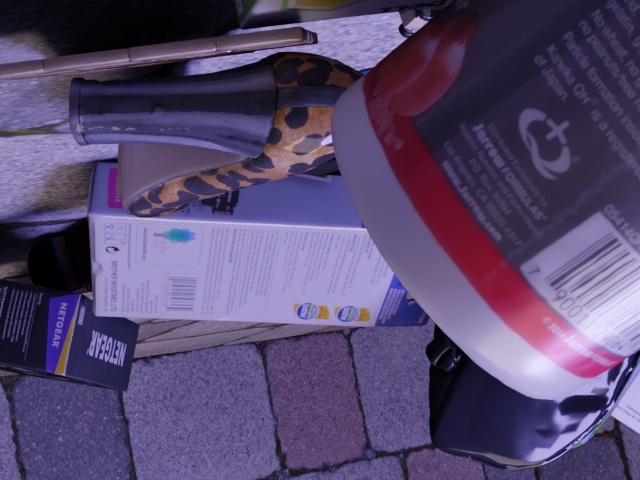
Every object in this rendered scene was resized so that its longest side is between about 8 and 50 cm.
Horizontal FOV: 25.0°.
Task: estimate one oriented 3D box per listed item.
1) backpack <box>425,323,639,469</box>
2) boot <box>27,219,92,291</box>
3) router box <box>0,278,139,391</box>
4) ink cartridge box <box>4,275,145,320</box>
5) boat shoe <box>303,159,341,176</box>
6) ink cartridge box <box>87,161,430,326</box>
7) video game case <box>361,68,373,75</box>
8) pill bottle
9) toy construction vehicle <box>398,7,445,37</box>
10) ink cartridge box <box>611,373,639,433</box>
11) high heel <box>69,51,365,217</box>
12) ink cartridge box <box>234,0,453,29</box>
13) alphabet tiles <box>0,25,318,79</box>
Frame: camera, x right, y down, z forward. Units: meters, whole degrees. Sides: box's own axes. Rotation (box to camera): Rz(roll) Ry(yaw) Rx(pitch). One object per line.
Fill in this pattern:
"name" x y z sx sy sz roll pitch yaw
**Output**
"backpack" 0.231 0.039 1.402 0.273 0.290 0.355 20 -165 -11
"boot" -0.194 0.008 1.459 0.219 0.082 0.106 -5 -171 44
"router box" -0.331 0.087 1.451 0.243 0.081 0.309 10 172 4
"ink cartridge box" -0.246 0.056 1.757 0.275 0.060 0.239 -7 167 -23
"boat shoe" 0.058 -0.041 1.337 0.305 0.091 0.109 -13 172 18
"ink cartridge box" -0.043 0.009 1.256 0.311 0.065 0.185 5 150 -6
"video game case" 0.084 -0.114 1.123 0.119 0.015 0.166 -11 173 -4
"pill bottle" 0.174 -0.086 0.615 0.318 0.176 0.176 -37 163 20
"toy construction vehicle" 0.084 -0.151 0.811 0.098 0.035 0.086 -9 162 -34
"ink cartridge box" 0.390 0.084 1.529 0.237 0.100 0.172 -56 -179 11
"high heel" -0.038 -0.063 0.913 0.186 0.093 0.261 0 176 4
"ink cartridge box" 0.019 -0.142 0.645 0.109 0.062 0.209 -9 173 -18
"alphabet tiles" -0.102 -0.096 0.768 0.198 0.009 0.237 -7 -173 3
